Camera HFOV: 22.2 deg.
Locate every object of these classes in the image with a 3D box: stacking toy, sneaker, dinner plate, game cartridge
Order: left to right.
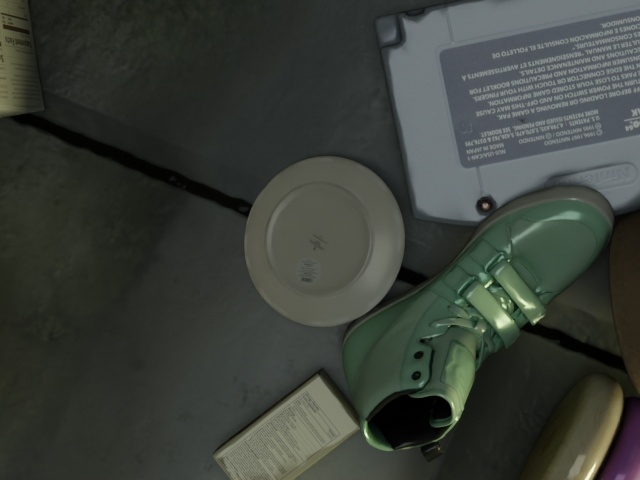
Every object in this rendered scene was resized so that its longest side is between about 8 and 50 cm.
[{"bbox_3d":[0.000,0.000,1.331,0.141,0.017,0.141,-2,86,22],"label":"dinner plate"},{"bbox_3d":[0.130,0.071,1.259,0.256,0.151,0.094,-37,117,18],"label":"sneaker"},{"bbox_3d":[0.204,-0.113,1.305,0.294,0.060,0.196,-11,90,6],"label":"game cartridge"},{"bbox_3d":[0.324,0.239,1.283,0.330,0.141,0.141,29,97,1],"label":"stacking toy"}]

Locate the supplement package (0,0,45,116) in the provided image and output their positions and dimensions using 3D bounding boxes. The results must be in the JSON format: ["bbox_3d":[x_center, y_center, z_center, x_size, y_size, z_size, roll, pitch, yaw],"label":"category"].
[{"bbox_3d":[-0.377,-0.153,1.279,0.262,0.204,0.145,-7,93,7],"label":"supplement package"}]

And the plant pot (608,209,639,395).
[{"bbox_3d":[0.346,0.040,1.223,0.229,0.263,0.263,-10,94,23],"label":"plant pot"}]

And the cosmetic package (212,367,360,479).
[{"bbox_3d":[-0.027,0.164,1.356,0.115,0.041,0.060,-36,90,7],"label":"cosmetic package"}]
